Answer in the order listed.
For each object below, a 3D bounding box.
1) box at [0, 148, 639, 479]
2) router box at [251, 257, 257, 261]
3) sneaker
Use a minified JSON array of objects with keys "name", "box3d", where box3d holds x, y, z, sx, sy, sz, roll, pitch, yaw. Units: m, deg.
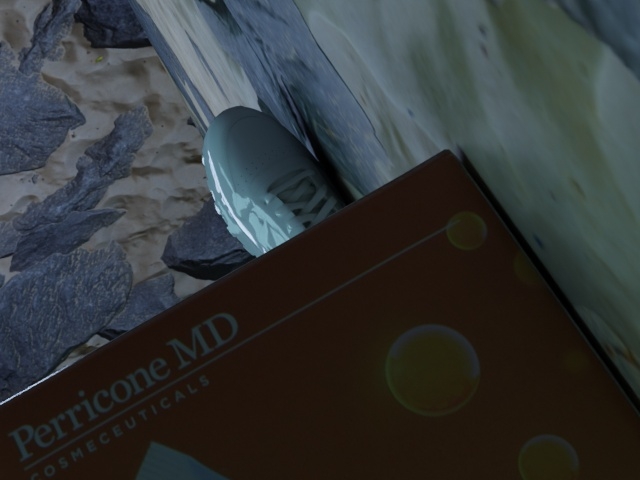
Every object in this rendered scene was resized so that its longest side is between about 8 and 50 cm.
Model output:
[{"name":"box","box3d":[0.052,0.178,0.383,0.345,0.215,0.168,58,174,21]},{"name":"router box","box3d":[0.058,0.203,1.009,0.301,0.082,0.335,-117,2,-48]},{"name":"sneaker","box3d":[0.000,0.000,0.711,0.235,0.090,0.095,57,162,-3]}]
